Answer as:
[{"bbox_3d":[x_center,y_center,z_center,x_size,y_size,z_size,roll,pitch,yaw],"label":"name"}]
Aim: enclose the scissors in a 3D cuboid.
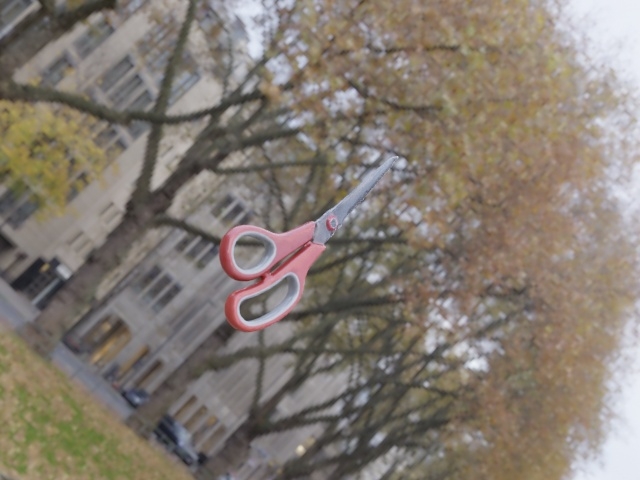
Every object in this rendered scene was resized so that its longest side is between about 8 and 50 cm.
[{"bbox_3d":[0.000,0.000,1.167,0.021,0.297,0.109,-4,-72,45],"label":"scissors"}]
